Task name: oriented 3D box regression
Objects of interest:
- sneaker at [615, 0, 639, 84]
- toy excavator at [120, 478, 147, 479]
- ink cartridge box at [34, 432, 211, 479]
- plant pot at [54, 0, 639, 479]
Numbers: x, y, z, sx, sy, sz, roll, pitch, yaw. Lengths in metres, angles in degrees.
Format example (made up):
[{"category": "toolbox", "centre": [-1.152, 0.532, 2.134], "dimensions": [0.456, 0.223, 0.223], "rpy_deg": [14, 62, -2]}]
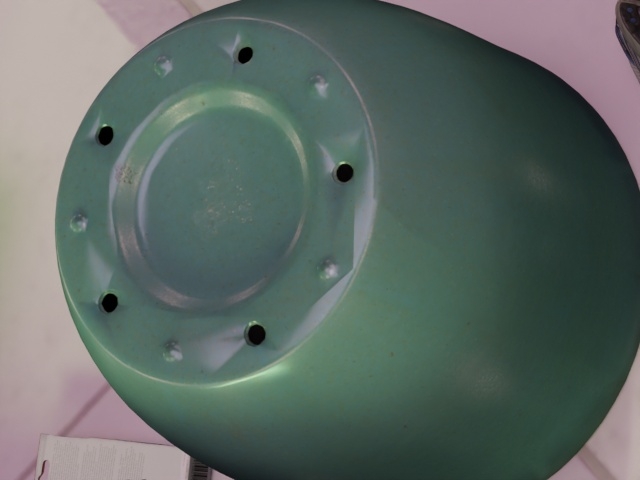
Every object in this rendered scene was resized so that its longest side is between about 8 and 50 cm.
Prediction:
[{"category": "sneaker", "centre": [0.206, -0.081, 0.928], "dimensions": [0.052, 0.058, 0.135], "rpy_deg": [-32, 86, -8]}, {"category": "toy excavator", "centre": [-0.097, 0.411, 0.860], "dimensions": [0.222, 0.433, 0.445], "rpy_deg": [25, 63, 30]}, {"category": "ink cartridge box", "centre": [-0.125, 0.155, 1.062], "dimensions": [0.115, 0.029, 0.063], "rpy_deg": [2, 81, 30]}, {"category": "plant pot", "centre": [0.000, 0.000, 0.910], "dimensions": [0.293, 0.235, 0.293], "rpy_deg": [-7, 75, 27]}]
